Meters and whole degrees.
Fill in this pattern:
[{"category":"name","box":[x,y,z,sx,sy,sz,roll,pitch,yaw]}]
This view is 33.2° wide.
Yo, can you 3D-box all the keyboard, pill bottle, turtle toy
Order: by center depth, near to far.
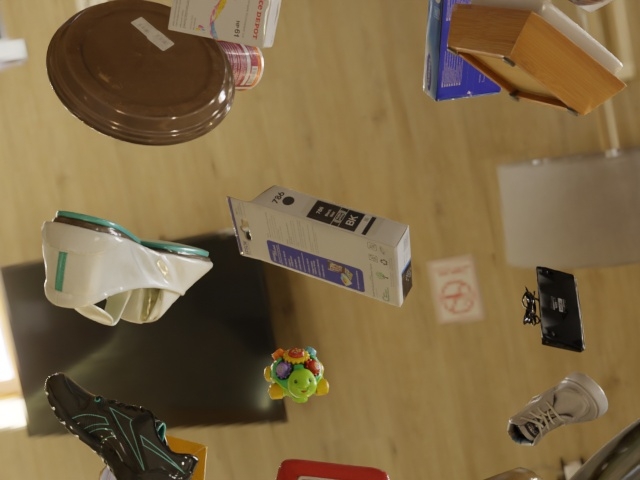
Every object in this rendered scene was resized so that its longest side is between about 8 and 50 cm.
[{"category":"turtle toy","box":[-0.035,0.205,1.646,0.095,0.066,0.130,-4,-154,-10]},{"category":"keyboard","box":[0.367,0.112,1.722,0.100,0.038,0.192,17,-145,-3]},{"category":"pill bottle","box":[-0.238,-0.395,2.409,0.121,0.121,0.221,-7,-177,36]}]

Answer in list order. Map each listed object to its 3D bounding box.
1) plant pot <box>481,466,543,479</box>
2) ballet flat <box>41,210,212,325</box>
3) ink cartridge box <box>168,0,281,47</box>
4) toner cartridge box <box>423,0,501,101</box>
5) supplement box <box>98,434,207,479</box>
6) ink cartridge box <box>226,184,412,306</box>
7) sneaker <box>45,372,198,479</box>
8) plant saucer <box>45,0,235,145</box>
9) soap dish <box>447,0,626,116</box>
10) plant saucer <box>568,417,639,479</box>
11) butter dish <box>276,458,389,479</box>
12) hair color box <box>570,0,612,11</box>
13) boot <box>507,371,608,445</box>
[{"category":"plant pot","box":[0.234,0.405,1.685,0.236,0.032,0.236,-19,163,-6]},{"category":"ballet flat","box":[-0.261,0.049,1.431,0.139,0.139,0.400,-10,172,12]},{"category":"ink cartridge box","box":[-0.112,-0.285,1.289,0.122,0.089,0.052,12,-168,5]},{"category":"toner cartridge box","box":[0.318,-0.483,2.316,0.165,0.348,0.075,-9,-149,-17]},{"category":"supplement box","box":[-0.297,0.459,1.829,0.129,0.191,0.194,19,138,-22]},{"category":"ink cartridge box","box":[0.000,0.000,1.899,0.332,0.165,0.065,17,-126,21]},{"category":"sneaker","box":[-0.291,0.278,1.567,0.106,0.267,0.101,-46,165,-7]},{"category":"plant saucer","box":[-0.257,-0.256,1.564,0.277,0.278,0.041,-15,152,-29]},{"category":"soap dish","box":[0.368,-0.328,1.895,0.229,0.118,0.291,32,-178,-24]},{"category":"plant saucer","box":[0.567,0.435,1.918,0.400,0.100,0.400,-42,175,-5]},{"category":"butter dish","box":[0.010,0.400,1.485,0.159,0.160,0.118,7,145,-2]},{"category":"hair color box","box":[0.475,-0.487,1.671,0.173,0.105,0.347,22,164,-19]},{"category":"boot","box":[0.419,0.318,1.932,0.123,0.095,0.258,-35,168,-16]}]
